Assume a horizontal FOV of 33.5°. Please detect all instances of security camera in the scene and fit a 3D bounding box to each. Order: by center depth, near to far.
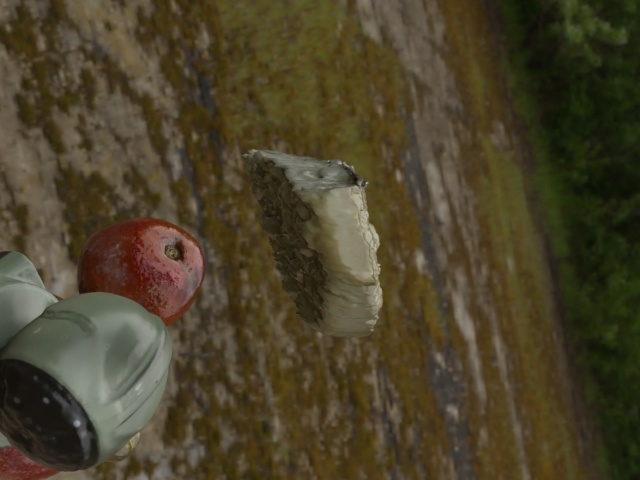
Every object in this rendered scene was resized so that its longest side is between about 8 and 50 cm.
[{"bbox_3d":[-0.277,0.132,1.067,0.191,0.277,0.197,-44,129,-46],"label":"security camera"}]

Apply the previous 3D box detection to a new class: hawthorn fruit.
[{"bbox_3d":[-0.245,0.048,1.478,0.173,0.172,0.173,-9,90,-72],"label":"hawthorn fruit"}]

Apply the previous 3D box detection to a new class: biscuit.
[{"bbox_3d":[0.000,0.000,0.966,0.281,0.084,0.179,-136,-149,-70],"label":"biscuit"}]

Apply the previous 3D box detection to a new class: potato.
[{"bbox_3d":[-0.254,0.253,1.313,0.092,0.045,0.047,6,90,-74],"label":"potato"}]

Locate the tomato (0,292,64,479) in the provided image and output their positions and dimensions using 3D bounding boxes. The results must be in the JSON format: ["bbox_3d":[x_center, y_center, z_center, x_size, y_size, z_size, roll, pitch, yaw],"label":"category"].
[{"bbox_3d":[-0.433,0.198,1.487,0.270,0.227,0.270,6,90,-67],"label":"tomato"}]
